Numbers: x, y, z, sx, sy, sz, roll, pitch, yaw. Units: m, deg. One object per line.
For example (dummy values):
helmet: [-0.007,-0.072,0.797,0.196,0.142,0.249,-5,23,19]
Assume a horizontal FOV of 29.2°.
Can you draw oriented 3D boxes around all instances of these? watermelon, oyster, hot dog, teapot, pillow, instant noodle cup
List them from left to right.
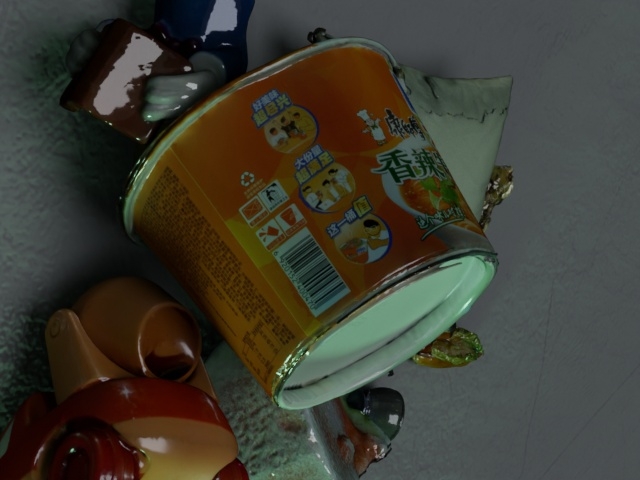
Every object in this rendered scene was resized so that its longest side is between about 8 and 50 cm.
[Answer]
watermelon: [-0.023,0.196,1.235,0.320,0.214,0.289,-14,118,-37]
instant noodle cup: [0.000,0.000,1.069,0.296,0.214,0.296,-29,160,-12]
teapot: [0.055,0.210,1.443,0.057,0.066,0.088,21,108,-27]
pillow: [0.075,-0.052,1.340,0.312,0.119,0.310,6,98,-40]
hot dog: [0.162,0.135,1.537,0.133,0.041,0.056,11,93,-46]
oyster: [0.175,-0.027,1.506,0.108,0.053,0.165,25,89,-35]

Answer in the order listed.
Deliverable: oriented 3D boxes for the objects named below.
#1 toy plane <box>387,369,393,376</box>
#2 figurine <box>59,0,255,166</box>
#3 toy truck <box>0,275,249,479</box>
toy plane: [0.041,0.108,1.322,0.197,0.078,0.053,66,31,-71]
figurine: [-0.104,-0.155,1.093,0.283,0.205,0.338,-58,147,-43]
toy truck: [-0.196,0.175,1.108,0.189,0.239,0.265,19,127,-43]
